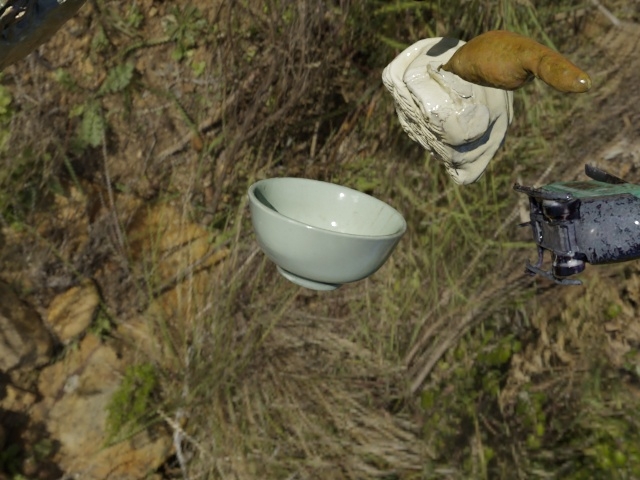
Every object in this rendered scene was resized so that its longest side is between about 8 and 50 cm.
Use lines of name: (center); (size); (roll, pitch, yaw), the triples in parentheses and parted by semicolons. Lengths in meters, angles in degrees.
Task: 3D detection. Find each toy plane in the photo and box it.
toy plane: (0.305, -0.018, 0.771); (0.155, 0.382, 0.106); (-14, 99, -6)

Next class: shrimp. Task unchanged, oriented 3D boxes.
shrimp: (-0.320, -0.356, 0.927); (0.085, 0.272, 0.445); (44, 108, -6)

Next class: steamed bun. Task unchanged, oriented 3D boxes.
steamed bun: (0.324, -0.316, 1.788); (0.237, 0.394, 0.346); (-37, 101, 0)

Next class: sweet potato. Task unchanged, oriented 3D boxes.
sweet potato: (0.240, -0.220, 0.957); (0.075, 0.269, 0.074); (-8, 109, -25)

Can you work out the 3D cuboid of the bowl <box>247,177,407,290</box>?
bowl: (0.000, 0.000, 1.408); (0.289, 0.289, 0.146); (12, 111, -4)
